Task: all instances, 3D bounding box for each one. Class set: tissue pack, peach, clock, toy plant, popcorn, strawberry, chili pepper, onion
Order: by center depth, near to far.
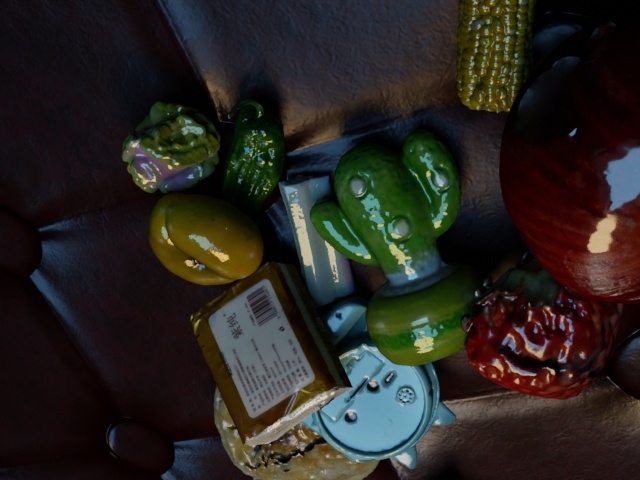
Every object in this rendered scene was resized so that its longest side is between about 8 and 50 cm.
[{"bbox_3d":[0.363,-0.106,1.017,0.341,0.341,0.341,8,124,13],"label":"onion"},{"bbox_3d":[0.321,0.140,1.211,0.150,0.253,0.280,41,141,44],"label":"strawberry"},{"bbox_3d":[0.116,0.007,1.276,0.224,0.184,0.316,-17,100,19],"label":"toy plant"},{"bbox_3d":[-0.217,-0.134,1.303,0.145,0.126,0.126,-35,124,4],"label":"popcorn"},{"bbox_3d":[-0.106,-0.107,1.308,0.100,0.074,0.257,12,132,-10],"label":"chili pepper"},{"bbox_3d":[-0.172,-0.002,1.313,0.179,0.103,0.179,18,150,11],"label":"peach"},{"bbox_3d":[-0.079,0.171,1.339,0.183,0.092,0.226,-35,70,18],"label":"tissue pack"},{"bbox_3d":[0.078,0.240,1.405,0.274,0.094,0.224,37,98,1],"label":"clock"}]

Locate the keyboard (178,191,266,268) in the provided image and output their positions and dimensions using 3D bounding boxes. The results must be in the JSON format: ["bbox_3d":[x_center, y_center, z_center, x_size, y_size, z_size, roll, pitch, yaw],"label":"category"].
[{"bbox_3d":[-0.143,0.016,1.423,0.250,0.017,0.087,43,146,-11],"label":"keyboard"}]

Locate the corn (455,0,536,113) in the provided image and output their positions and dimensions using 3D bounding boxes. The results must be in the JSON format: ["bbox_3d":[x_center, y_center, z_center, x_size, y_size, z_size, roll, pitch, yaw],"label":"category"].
[{"bbox_3d":[0.215,-0.300,1.071,0.101,0.102,0.313,5,120,15],"label":"corn"}]

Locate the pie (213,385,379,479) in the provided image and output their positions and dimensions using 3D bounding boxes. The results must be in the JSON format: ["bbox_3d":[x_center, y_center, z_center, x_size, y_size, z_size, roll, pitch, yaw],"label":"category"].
[{"bbox_3d":[-0.037,0.310,1.550,0.338,0.077,0.339,7,121,12],"label":"pie"}]

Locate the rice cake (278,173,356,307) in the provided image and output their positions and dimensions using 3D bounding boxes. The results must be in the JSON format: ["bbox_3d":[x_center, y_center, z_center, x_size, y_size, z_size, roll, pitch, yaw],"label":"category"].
[{"bbox_3d":[-0.001,-0.001,1.352,0.080,0.042,0.222,-19,118,-10],"label":"rice cake"}]
